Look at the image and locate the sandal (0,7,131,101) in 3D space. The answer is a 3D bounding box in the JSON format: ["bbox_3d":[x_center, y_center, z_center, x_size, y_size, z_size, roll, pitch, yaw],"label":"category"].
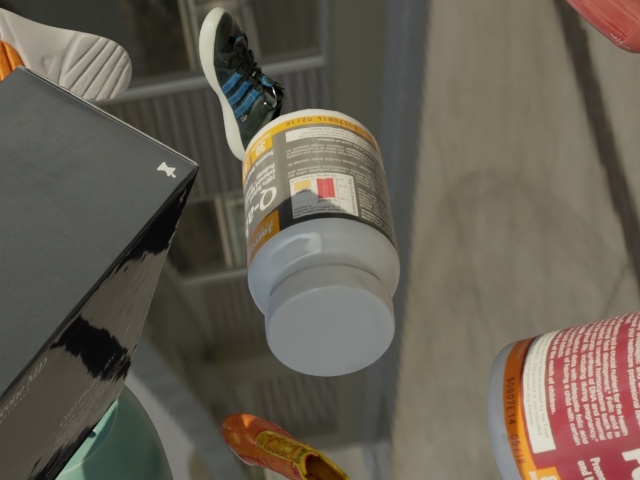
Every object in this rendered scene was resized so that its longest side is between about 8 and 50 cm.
[{"bbox_3d":[-0.347,-0.206,1.743,0.076,0.265,0.102,5,87,53],"label":"sandal"}]

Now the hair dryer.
[{"bbox_3d":[0.344,-0.306,1.630,0.080,0.293,0.224,-39,60,60],"label":"hair dryer"}]

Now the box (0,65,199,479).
[{"bbox_3d":[-0.280,0.093,1.200,0.343,0.179,0.312,-55,-7,-47],"label":"box"}]

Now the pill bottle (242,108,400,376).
[{"bbox_3d":[0.000,0.000,1.620,0.278,0.162,0.162,-96,-1,-48],"label":"pill bottle"}]

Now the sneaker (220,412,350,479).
[{"bbox_3d":[-0.037,0.250,1.789,0.064,0.175,0.067,-58,-8,-31],"label":"sneaker"}]

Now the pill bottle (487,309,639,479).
[{"bbox_3d":[0.403,0.179,1.666,0.224,0.392,0.224,32,-131,-47],"label":"pill bottle"}]

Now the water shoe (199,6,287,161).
[{"bbox_3d":[-0.075,-0.178,1.721,0.073,0.080,0.203,-62,-33,-42],"label":"water shoe"}]

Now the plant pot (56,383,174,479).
[{"bbox_3d":[-0.301,0.262,1.670,0.293,0.293,0.235,-104,10,-46],"label":"plant pot"}]
